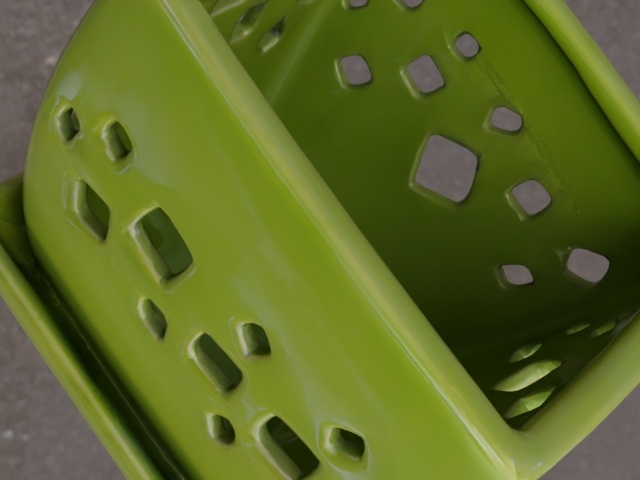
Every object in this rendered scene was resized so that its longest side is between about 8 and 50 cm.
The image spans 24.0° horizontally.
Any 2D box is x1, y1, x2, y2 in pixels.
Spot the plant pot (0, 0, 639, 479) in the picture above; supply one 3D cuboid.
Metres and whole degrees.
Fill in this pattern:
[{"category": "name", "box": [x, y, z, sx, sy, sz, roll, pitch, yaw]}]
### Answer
[{"category": "plant pot", "box": [0.000, 0.000, 0.635, 0.207, 0.228, 0.227, -37, 178, 41]}]
